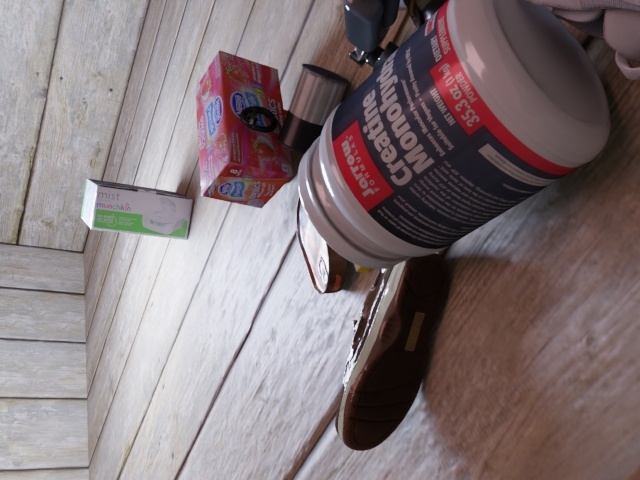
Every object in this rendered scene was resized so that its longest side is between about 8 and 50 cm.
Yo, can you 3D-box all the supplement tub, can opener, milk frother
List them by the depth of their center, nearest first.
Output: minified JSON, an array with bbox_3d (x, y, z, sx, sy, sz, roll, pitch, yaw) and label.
[{"bbox_3d":[0.120,-0.101,0.627,0.272,0.191,0.191,-37,50,43],"label":"supplement tub"},{"bbox_3d":[0.078,-0.264,0.779,0.074,0.093,0.280,-56,-5,5],"label":"can opener"},{"bbox_3d":[-0.046,-0.232,1.056,0.135,0.143,0.129,-69,27,22],"label":"milk frother"}]

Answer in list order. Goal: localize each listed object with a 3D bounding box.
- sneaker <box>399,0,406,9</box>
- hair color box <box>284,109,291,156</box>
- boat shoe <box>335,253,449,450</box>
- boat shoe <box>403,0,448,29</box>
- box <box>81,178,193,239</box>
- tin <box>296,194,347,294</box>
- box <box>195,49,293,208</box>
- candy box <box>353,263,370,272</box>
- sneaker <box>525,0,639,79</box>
[{"bbox_3d":[0.073,-0.410,0.950,0.095,0.090,0.235,-63,34,14],"label":"sneaker"},{"bbox_3d":[-0.090,-0.179,1.224,0.072,0.043,0.141,-8,76,59],"label":"hair color box"},{"bbox_3d":[0.080,0.129,0.783,0.095,0.095,0.258,27,95,63],"label":"boat shoe"},{"bbox_3d":[0.136,-0.311,0.756,0.123,0.123,0.342,-32,55,55],"label":"boat shoe"},{"bbox_3d":[-0.521,-0.092,1.774,0.231,0.261,0.127,21,101,60],"label":"box"},{"bbox_3d":[0.000,0.000,0.992,0.106,0.040,0.190,99,159,-44],"label":"tin"},{"bbox_3d":[-0.146,-0.203,1.156,0.122,0.128,0.257,-41,48,46],"label":"box"},{"bbox_3d":[0.091,-0.059,0.872,0.206,0.027,0.105,-57,39,39],"label":"candy box"},{"bbox_3d":[0.248,-0.308,0.529,0.210,0.137,0.366,-53,42,37],"label":"sneaker"}]
